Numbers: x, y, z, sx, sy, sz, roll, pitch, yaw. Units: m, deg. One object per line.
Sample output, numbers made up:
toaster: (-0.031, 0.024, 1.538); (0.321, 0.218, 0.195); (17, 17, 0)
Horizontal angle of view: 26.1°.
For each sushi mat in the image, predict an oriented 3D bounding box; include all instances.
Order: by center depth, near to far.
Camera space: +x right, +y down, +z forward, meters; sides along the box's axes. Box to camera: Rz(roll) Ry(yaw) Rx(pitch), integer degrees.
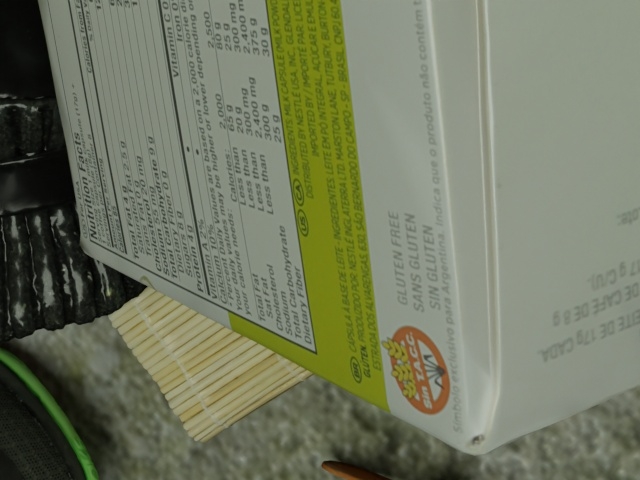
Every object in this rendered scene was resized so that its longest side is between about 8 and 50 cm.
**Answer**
sushi mat: (0.000, 0.000, 0.899); (0.316, 0.019, 0.151); (-34, 98, 19)

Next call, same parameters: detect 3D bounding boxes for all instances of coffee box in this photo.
coffee box: (0.079, -0.163, 0.600); (0.337, 0.334, 0.338); (-17, 109, -28)

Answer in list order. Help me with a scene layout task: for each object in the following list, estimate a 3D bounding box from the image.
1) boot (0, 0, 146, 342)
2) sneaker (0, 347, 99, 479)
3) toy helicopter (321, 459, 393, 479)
boot: (-0.142, -0.083, 0.830); (0.348, 0.131, 0.260); (-13, 95, 25)
sneaker: (-0.378, 0.121, 0.911); (0.482, 0.202, 0.185); (23, 111, 3)
toy helicopter: (0.121, 0.261, 0.914); (0.355, 0.140, 0.235); (-3, 91, -2)
